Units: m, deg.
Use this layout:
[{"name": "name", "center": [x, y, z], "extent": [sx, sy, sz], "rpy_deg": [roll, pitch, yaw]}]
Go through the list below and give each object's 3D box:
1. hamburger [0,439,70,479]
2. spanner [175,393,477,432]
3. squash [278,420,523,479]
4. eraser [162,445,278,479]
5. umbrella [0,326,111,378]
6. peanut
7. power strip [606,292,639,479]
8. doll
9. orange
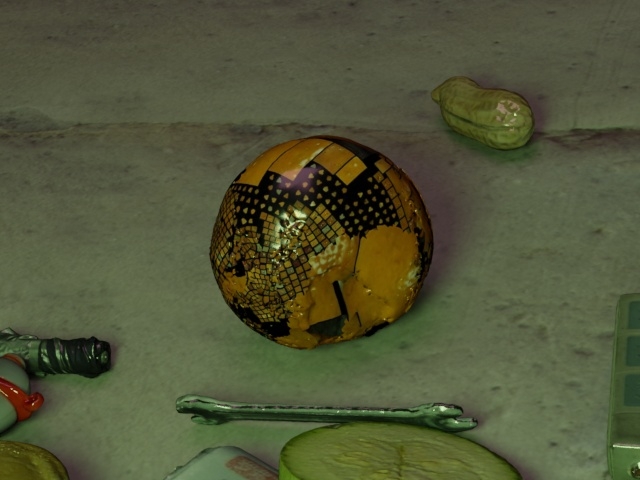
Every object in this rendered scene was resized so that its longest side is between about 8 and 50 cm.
[{"name": "hamburger", "center": [-0.312, 0.266, 1.456], "extent": [0.189, 0.122, 0.215], "rpy_deg": [-20, 30, -25]}, {"name": "spanner", "center": [0.003, 0.169, 1.567], "extent": [0.302, 0.071, 0.017], "rpy_deg": [-1, 67, 18]}, {"name": "squash", "center": [0.068, 0.209, 1.429], "extent": [0.219, 0.041, 0.219], "rpy_deg": [8, 15, -2]}, {"name": "eraser", "center": [-0.058, 0.278, 1.398], "extent": [0.174, 0.081, 0.227], "rpy_deg": [-34, 40, -31]}, {"name": "umbrella", "center": [-0.313, 0.123, 1.744], "extent": [0.188, 0.046, 0.050], "rpy_deg": [-2, 30, 23]}, {"name": "peanut", "center": [0.205, -0.161, 2.000], "extent": [0.080, 0.080, 0.174], "rpy_deg": [-27, 34, -24]}, {"name": "power strip", "center": [0.318, 0.135, 1.533], "extent": [0.078, 0.052, 0.272], "rpy_deg": [-2, 34, 15]}, {"name": "doll", "center": [-0.385, 0.161, 1.677], "extent": [0.245, 0.076, 0.142], "rpy_deg": [3, 41, 28]}, {"name": "orange", "center": [0.000, 0.000, 1.672], "extent": [0.234, 0.234, 0.182], "rpy_deg": [-16, 33, -8]}]
